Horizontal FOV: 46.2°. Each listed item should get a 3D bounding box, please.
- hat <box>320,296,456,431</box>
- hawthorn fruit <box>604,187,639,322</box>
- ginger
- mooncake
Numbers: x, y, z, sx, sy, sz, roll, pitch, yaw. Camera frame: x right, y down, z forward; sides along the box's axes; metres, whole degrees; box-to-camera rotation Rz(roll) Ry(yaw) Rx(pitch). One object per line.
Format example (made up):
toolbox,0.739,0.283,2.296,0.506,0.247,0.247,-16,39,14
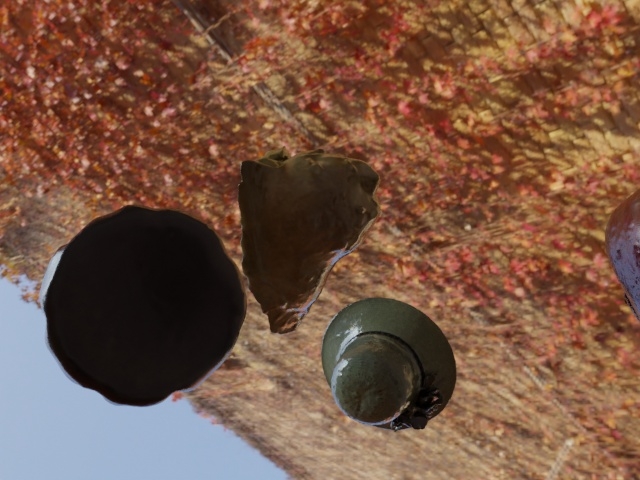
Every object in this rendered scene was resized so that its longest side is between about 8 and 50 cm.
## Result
hat,0.091,0.237,1.279,0.130,0.257,0.257,-33,-79,-60
hawthorn fruit,0.339,0.040,0.618,0.181,0.181,0.235,30,-142,-32
ginger,-0.002,0.003,0.746,0.115,0.123,0.193,-57,-33,-63
mooncake,-0.252,0.090,1.063,0.283,0.141,0.283,3,-100,-21
